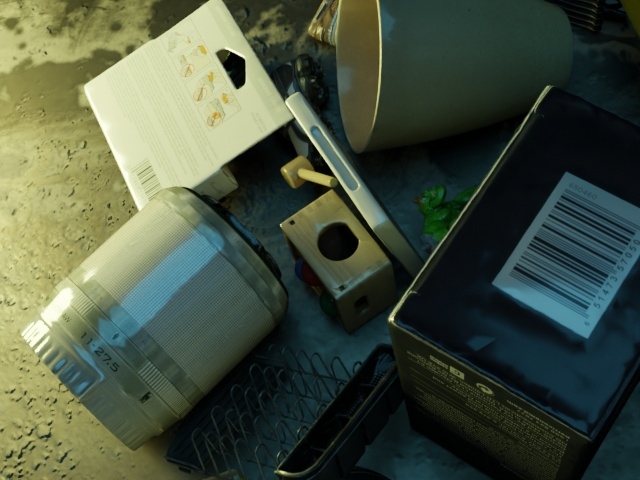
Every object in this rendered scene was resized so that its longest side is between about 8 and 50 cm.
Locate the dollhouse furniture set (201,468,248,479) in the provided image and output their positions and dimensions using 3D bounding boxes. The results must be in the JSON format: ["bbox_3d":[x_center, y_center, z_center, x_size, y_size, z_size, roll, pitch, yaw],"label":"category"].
[{"bbox_3d":[-0.156,0.325,1.235,0.152,0.058,0.076,-19,65,-1],"label":"dollhouse furniture set"}]

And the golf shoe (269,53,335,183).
[{"bbox_3d":[-0.033,-0.159,1.440,0.094,0.077,0.198,-16,61,20],"label":"golf shoe"}]

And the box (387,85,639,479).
[{"bbox_3d":[0.247,0.085,1.100,0.212,0.395,0.293,30,73,20],"label":"box"}]

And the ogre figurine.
[{"bbox_3d":[0.183,-0.030,1.301,0.118,0.097,0.197,-23,31,16],"label":"ogre figurine"}]

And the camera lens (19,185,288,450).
[{"bbox_3d":[-0.192,0.087,1.260,0.274,0.219,0.219,-44,67,-12],"label":"camera lens"}]

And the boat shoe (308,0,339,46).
[{"bbox_3d":[0.035,-0.371,1.521,0.066,0.066,0.183,17,69,17],"label":"boat shoe"}]

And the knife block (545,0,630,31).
[{"bbox_3d":[0.332,-0.413,1.486,0.242,0.088,0.275,-23,64,-4],"label":"knife block"}]

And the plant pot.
[{"bbox_3d":[0.178,-0.246,1.366,0.274,0.256,0.256,-3,64,-11],"label":"plant pot"}]

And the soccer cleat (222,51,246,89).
[{"bbox_3d":[-0.137,-0.201,1.464,0.060,0.072,0.178,12,68,13],"label":"soccer cleat"}]

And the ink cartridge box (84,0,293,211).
[{"bbox_3d":[-0.178,-0.176,1.423,0.239,0.060,0.275,-33,57,5],"label":"ink cartridge box"}]

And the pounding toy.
[{"bbox_3d":[-0.005,-0.008,1.297,0.094,0.181,0.206,-34,66,-7],"label":"pounding toy"}]

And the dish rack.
[{"bbox_3d":[-0.051,0.198,1.196,0.272,0.074,0.208,5,37,40],"label":"dish rack"}]

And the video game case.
[{"bbox_3d":[0.051,-0.061,1.289,0.026,0.227,0.206,-35,65,4],"label":"video game case"}]

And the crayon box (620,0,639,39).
[{"bbox_3d":[0.496,-0.236,1.286,0.202,0.081,0.318,15,42,-24],"label":"crayon box"}]

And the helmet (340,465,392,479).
[{"bbox_3d":[0.024,0.334,1.149,0.162,0.169,0.169,15,68,-2],"label":"helmet"}]
